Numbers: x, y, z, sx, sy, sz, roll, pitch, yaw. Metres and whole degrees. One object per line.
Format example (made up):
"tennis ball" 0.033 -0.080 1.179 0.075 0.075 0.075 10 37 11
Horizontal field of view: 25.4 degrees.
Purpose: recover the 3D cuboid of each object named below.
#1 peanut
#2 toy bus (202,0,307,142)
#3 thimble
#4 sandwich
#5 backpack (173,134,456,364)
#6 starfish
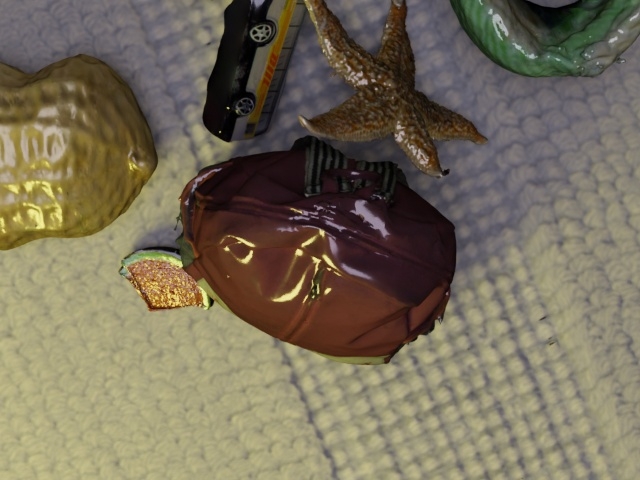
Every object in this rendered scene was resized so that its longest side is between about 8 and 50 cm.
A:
"peanut" -0.284 -0.091 1.439 0.233 0.110 0.197 -5 99 3
"toy bus" -0.065 -0.184 1.423 0.072 0.057 0.172 -7 125 -41
"thimble" 0.228 -0.263 1.390 0.219 0.150 0.219 0 98 0
"sandwich" -0.164 0.040 1.502 0.101 0.026 0.069 -2 103 3
"backpack" 0.000 0.000 1.348 0.283 0.317 0.197 18 80 -3
"starfish" 0.053 -0.155 1.387 0.048 0.295 0.231 -34 73 38
